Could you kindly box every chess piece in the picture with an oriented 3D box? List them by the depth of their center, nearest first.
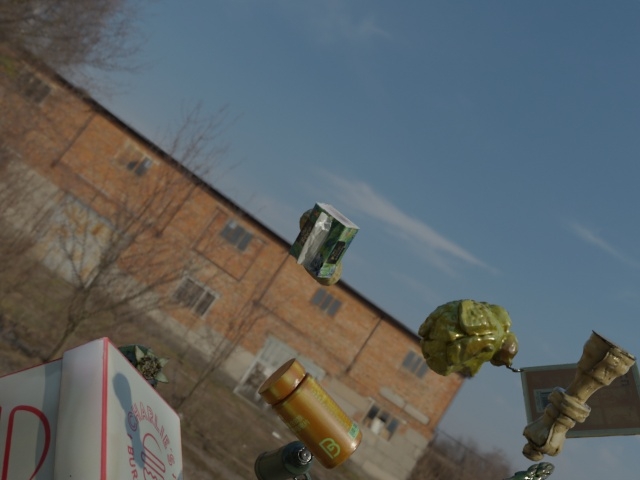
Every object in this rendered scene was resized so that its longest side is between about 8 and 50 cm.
[{"bbox_3d":[0.296,0.190,0.803,0.060,0.172,0.060,32,9,-6],"label":"chess piece"}]

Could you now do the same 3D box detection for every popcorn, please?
[{"bbox_3d":[0.299,0.204,1.374,0.195,0.168,0.173,15,20,-42],"label":"popcorn"}]

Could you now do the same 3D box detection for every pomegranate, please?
[{"bbox_3d":[-0.419,0.292,1.537,0.148,0.169,0.148,39,31,-29],"label":"pomegranate"}]

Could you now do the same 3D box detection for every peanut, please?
[{"bbox_3d":[-0.003,0.016,1.611,0.083,0.093,0.194,28,44,-65],"label":"peanut"}]

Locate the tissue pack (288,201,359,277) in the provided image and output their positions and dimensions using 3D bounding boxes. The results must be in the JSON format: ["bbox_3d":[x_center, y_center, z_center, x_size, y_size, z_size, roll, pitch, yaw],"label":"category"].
[{"bbox_3d":[0.000,-0.001,1.235,0.085,0.111,0.079,39,17,28],"label":"tissue pack"}]

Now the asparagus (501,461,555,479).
[{"bbox_3d":[0.238,0.349,0.932,0.027,0.236,0.034,46,-36,44],"label":"asparagus"}]

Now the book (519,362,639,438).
[{"bbox_3d":[0.554,0.334,1.435,0.241,0.170,0.018,-7,-41,14],"label":"book"}]

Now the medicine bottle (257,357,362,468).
[{"bbox_3d":[-0.017,0.316,1.245,0.192,0.096,0.096,49,-12,-4],"label":"medicine bottle"}]

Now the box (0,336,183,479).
[{"bbox_3d":[-0.409,0.397,1.099,0.314,0.300,0.312,69,4,-48],"label":"box"}]

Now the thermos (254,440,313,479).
[{"bbox_3d":[-0.071,0.467,1.421,0.073,0.083,0.187,6,-27,-26],"label":"thermos"}]
